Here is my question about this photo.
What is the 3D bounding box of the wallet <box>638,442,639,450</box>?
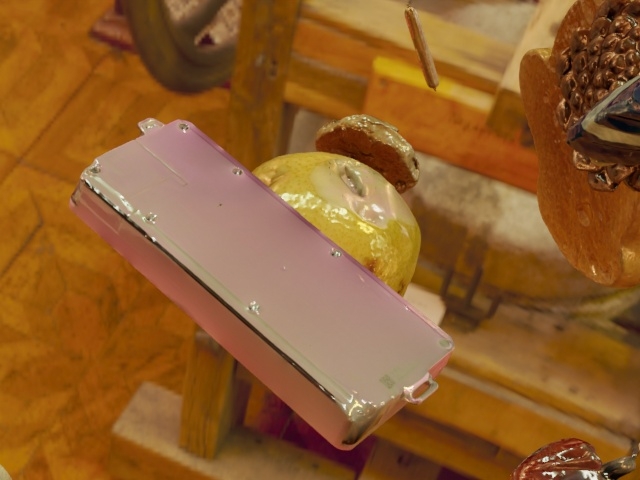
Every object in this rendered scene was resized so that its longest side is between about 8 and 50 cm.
[{"bbox_3d":[0.515,0.312,1.615,0.190,0.095,0.033,39,59,-5],"label":"wallet"}]

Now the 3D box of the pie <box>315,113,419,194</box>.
[{"bbox_3d":[0.074,-0.141,2.088,0.195,0.195,0.046,26,51,11],"label":"pie"}]

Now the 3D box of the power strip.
[{"bbox_3d":[-0.040,0.021,0.795,0.279,0.037,0.109,40,45,18],"label":"power strip"}]

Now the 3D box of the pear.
[{"bbox_3d":[0.000,0.000,1.097,0.178,0.178,0.178,5,50,-6],"label":"pear"}]

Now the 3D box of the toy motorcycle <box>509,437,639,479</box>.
[{"bbox_3d":[0.190,0.187,0.709,0.213,0.082,0.122,18,48,-9],"label":"toy motorcycle"}]

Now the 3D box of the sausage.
[{"bbox_3d":[0.106,-0.202,1.277,0.015,0.100,0.015,-17,24,8],"label":"sausage"}]

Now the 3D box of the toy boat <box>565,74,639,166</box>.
[{"bbox_3d":[0.327,-0.081,0.886,0.292,0.210,0.070,10,73,-40],"label":"toy boat"}]

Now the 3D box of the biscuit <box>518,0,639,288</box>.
[{"bbox_3d":[0.316,-0.128,1.392,0.057,0.343,0.287,-11,34,-17],"label":"biscuit"}]

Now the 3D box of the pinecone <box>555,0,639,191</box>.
[{"bbox_3d":[0.319,-0.128,1.084,0.208,0.208,0.207,5,50,-6],"label":"pinecone"}]

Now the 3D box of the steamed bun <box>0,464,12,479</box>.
[{"bbox_3d":[-0.536,0.391,1.548,0.352,0.339,0.247,-2,43,35],"label":"steamed bun"}]
